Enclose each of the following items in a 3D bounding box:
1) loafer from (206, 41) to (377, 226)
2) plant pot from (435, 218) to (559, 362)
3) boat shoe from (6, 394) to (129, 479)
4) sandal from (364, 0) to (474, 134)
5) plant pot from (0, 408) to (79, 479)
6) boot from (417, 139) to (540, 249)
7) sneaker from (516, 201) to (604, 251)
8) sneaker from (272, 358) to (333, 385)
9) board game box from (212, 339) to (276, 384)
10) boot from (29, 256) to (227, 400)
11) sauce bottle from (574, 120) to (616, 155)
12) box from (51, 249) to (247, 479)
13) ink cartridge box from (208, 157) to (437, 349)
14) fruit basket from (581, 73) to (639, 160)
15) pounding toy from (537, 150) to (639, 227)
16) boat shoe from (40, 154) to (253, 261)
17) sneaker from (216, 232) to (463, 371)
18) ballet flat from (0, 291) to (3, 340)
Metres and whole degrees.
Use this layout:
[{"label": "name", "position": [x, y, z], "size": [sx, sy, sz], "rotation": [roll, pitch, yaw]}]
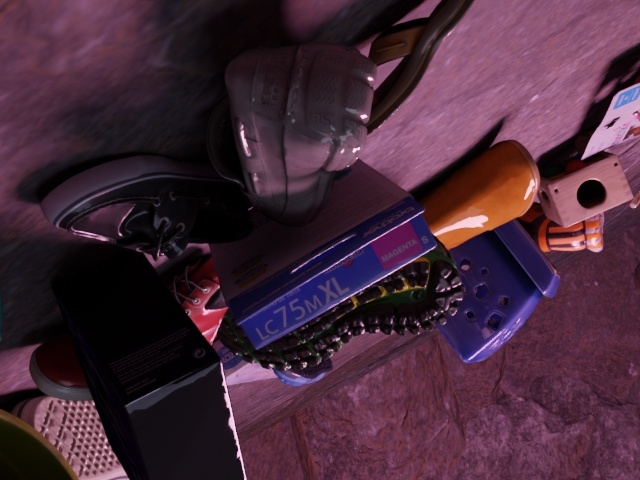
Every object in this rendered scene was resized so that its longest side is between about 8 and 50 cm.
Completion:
[{"label": "loafer", "position": [-0.036, -0.084, 0.788], "size": [0.111, 0.112, 0.319], "rotation": [12, 166, -6]}, {"label": "plant pot", "position": [0.281, 0.058, 1.690], "size": [0.212, 0.236, 0.236], "rotation": [-39, 166, 10]}, {"label": "boat shoe", "position": [-0.331, 0.316, 1.421], "size": [0.156, 0.186, 0.500], "rotation": [-28, 163, 12]}, {"label": "sandal", "position": [0.071, -0.163, 0.799], "size": [0.180, 0.049, 0.072], "rotation": [-53, -171, 22]}, {"label": "plant pot", "position": [-0.493, 0.397, 1.079], "size": [0.353, 0.366, 0.366], "rotation": [-27, 172, 38]}, {"label": "boot", "position": [0.173, -0.030, 1.392], "size": [0.211, 0.104, 0.295], "rotation": [-26, 170, -20]}, {"label": "sneaker", "position": [0.450, -0.064, 1.874], "size": [0.180, 0.124, 0.321], "rotation": [-5, -164, 19]}, {"label": "sneaker", "position": [-0.048, 0.209, 1.575], "size": [0.082, 0.069, 0.209], "rotation": [-30, 167, 13]}, {"label": "board game box", "position": [-0.017, 0.140, 1.679], "size": [0.318, 0.066, 0.319], "rotation": [-34, 166, 12]}, {"label": "boot", "position": [-0.197, 0.087, 1.093], "size": [0.244, 0.088, 0.176], "rotation": [-11, 146, -47]}, {"label": "sauce bottle", "position": [0.492, -0.180, 1.665], "size": [0.128, 0.042, 0.042], "rotation": [-22, 164, -27]}, {"label": "box", "position": [-0.166, 0.166, 0.985], "size": [0.103, 0.184, 0.261], "rotation": [-24, 136, -19]}, {"label": "ink cartridge box", "position": [-0.007, 0.004, 0.921], "size": [0.186, 0.065, 0.311], "rotation": [-30, -166, -2]}, {"label": "fruit basket", "position": [0.583, -0.221, 1.462], "size": [0.353, 0.165, 0.327], "rotation": [-27, 167, 0]}, {"label": "pounding toy", "position": [0.484, -0.109, 1.654], "size": [0.206, 0.094, 0.181], "rotation": [-24, -169, 3]}, {"label": "boat shoe", "position": [-0.134, -0.019, 0.826], "size": [0.080, 0.076, 0.228], "rotation": [-37, 166, 24]}, {"label": "sneaker", "position": [0.016, 0.075, 1.317], "size": [0.344, 0.134, 0.146], "rotation": [-11, -153, 5]}, {"label": "ballet flat", "position": [-0.333, 0.118, 0.871], "size": [0.083, 0.087, 0.247], "rotation": [-16, 160, -45]}]
